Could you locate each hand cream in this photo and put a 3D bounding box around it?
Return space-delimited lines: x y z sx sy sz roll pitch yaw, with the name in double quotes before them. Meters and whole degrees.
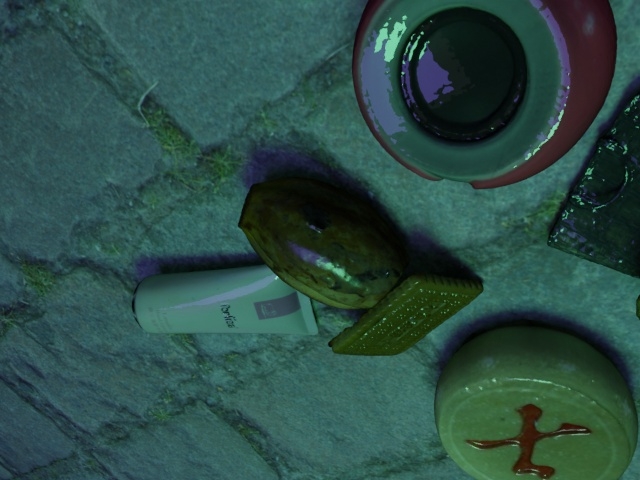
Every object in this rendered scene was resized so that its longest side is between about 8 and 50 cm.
"hand cream" -0.191 0.123 1.188 0.358 0.118 0.186 -4 121 16

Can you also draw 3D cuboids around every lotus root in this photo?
"lotus root" -0.004 0.007 0.988 0.290 0.193 0.193 34 128 -2

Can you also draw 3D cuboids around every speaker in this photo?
"speaker" 0.178 -0.210 0.713 0.294 0.294 0.295 10 125 15

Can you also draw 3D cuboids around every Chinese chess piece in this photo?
"Chinese chess piece" 0.370 0.305 1.062 0.337 0.141 0.338 11 125 16

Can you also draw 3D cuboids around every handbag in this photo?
"handbag" 0.442 -0.062 0.832 0.175 0.089 0.271 27 129 13

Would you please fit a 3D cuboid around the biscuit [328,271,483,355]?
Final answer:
"biscuit" 0.145 0.139 1.047 0.172 0.029 0.254 9 140 -36

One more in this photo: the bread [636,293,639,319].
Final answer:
"bread" 0.533 0.082 0.801 0.257 0.124 0.186 20 114 -36
